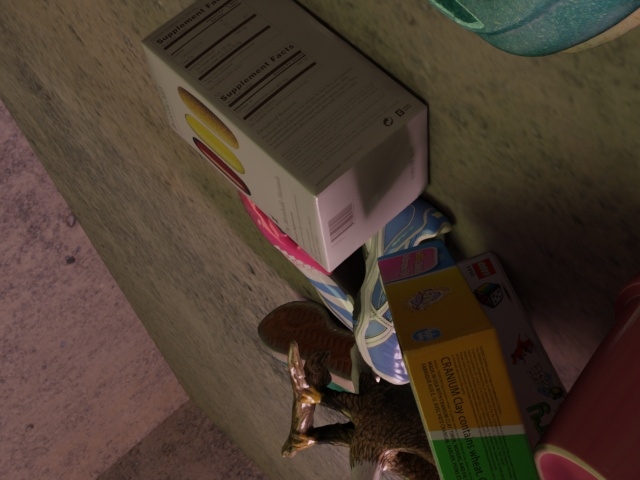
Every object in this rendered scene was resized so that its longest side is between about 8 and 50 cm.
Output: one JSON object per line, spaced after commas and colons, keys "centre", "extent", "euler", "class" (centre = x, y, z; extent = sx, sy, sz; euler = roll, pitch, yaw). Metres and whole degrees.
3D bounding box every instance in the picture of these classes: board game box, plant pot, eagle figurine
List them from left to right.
{"centre": [0.099, 0.246, 1.362], "extent": [0.298, 0.225, 0.226], "euler": [15, 170, 14], "class": "eagle figurine"}
{"centre": [0.116, 0.146, 0.908], "extent": [0.316, 0.064, 0.242], "euler": [-93, -14, -79], "class": "board game box"}
{"centre": [0.199, 0.184, 1.077], "extent": [0.193, 0.053, 0.305], "euler": [79, 170, -59], "class": "board game box"}
{"centre": [0.252, 0.129, 0.782], "extent": [0.201, 0.180, 0.201], "euler": [45, 164, 17], "class": "plant pot"}

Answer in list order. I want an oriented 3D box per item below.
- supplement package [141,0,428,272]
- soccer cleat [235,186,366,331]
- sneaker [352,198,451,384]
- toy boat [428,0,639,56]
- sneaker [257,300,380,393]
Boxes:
{"centre": [-0.031, -0.115, 1.067], "extent": [0.244, 0.134, 0.139], "euler": [42, 162, 26], "class": "supplement package"}
{"centre": [0.000, 0.000, 1.272], "extent": [0.331, 0.116, 0.143], "euler": [52, 163, -7], "class": "soccer cleat"}
{"centre": [0.086, 0.055, 1.144], "extent": [0.081, 0.080, 0.211], "euler": [22, 124, 41], "class": "sneaker"}
{"centre": [0.142, -0.134, 0.547], "extent": [0.318, 0.148, 0.267], "euler": [48, 163, 9], "class": "toy boat"}
{"centre": [0.017, 0.182, 1.646], "extent": [0.302, 0.108, 0.121], "euler": [25, 146, 53], "class": "sneaker"}
